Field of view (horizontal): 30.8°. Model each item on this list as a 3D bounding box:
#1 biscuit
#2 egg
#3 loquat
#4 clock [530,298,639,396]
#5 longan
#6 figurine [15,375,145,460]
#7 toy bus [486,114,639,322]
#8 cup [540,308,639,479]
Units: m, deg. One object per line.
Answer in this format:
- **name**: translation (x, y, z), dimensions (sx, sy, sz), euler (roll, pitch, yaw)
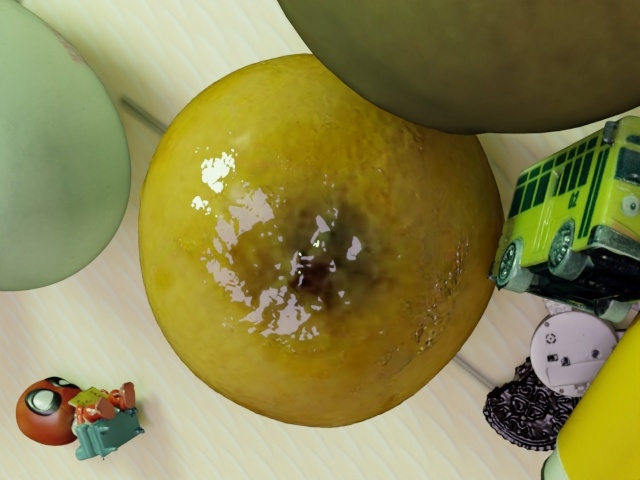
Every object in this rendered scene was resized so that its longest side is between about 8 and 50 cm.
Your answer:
- **biscuit**: translation (0.168, 0.123, 0.906), dimensions (0.087, 0.027, 0.089), euler (-3, 107, 28)
- **egg**: translation (-0.316, -0.105, 0.965), dimensions (0.371, 0.230, 0.230), euler (37, 122, 19)
- **loquat**: translation (0.000, 0.000, 0.820), dimensions (0.263, 0.263, 0.263), euler (10, 113, 25)
- **clock**: translation (0.217, 0.069, 0.846), dimensions (0.129, 0.041, 0.087), euler (-4, 96, 17)
- **longan**: translation (0.116, -0.213, 0.648), dimensions (0.319, 0.319, 0.319), euler (10, 113, 25)
- **figurine**: translation (-0.237, 0.171, 1.126), dimensions (0.140, 0.068, 0.075), euler (-1, 111, 36)
- **toy bus**: translation (0.172, -0.011, 0.690), dimensions (0.088, 0.175, 0.101), euler (19, 79, -8)
- **cup**: translation (0.269, 0.089, 0.728), dimensions (0.196, 0.196, 0.280), euler (38, 116, 11)
